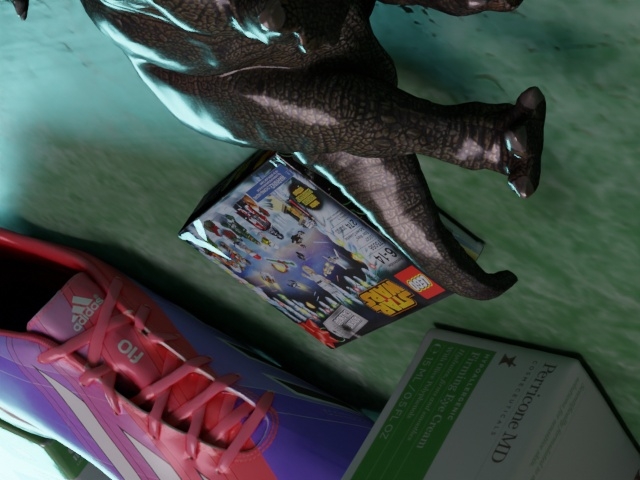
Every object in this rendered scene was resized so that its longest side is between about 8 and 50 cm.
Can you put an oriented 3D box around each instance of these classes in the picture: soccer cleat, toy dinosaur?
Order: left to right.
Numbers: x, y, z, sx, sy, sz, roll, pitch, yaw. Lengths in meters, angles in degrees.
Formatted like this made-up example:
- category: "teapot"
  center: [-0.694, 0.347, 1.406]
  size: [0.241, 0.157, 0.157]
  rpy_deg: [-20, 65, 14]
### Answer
- category: "soccer cleat"
  center: [-0.096, 0.077, 0.902]
  size: [0.318, 0.109, 0.116]
  rpy_deg: [23, 151, 28]
- category: "toy dinosaur"
  center: [-0.020, -0.078, 0.513]
  size: [0.160, 0.121, 0.313]
  rpy_deg: [13, 170, 38]

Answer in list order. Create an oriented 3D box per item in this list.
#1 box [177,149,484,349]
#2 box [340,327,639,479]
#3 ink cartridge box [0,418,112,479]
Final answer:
- category: "box"
  center: [0.000, 0.000, 0.719]
  size: [0.094, 0.027, 0.137]
  rpy_deg: [36, 156, -9]
- category: "box"
  center: [0.078, 0.112, 0.744]
  size: [0.087, 0.101, 0.102]
  rpy_deg: [10, 148, 41]
- category: "ink cartridge box"
  center: [-0.178, 0.125, 1.112]
  size: [0.154, 0.093, 0.212]
  rpy_deg: [20, 155, 27]
